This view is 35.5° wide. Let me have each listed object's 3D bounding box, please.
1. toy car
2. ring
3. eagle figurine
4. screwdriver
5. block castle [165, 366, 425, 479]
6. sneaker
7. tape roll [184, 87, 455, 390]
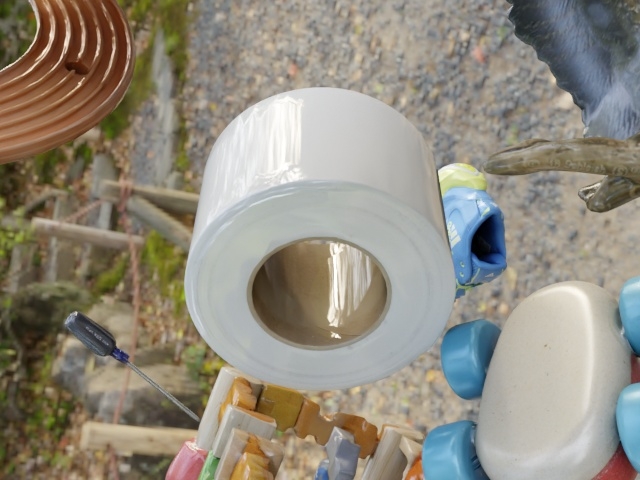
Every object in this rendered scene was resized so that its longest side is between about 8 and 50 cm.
[{"bbox_3d":[0.251,0.175,0.874,0.219,0.238,0.210,-21,38,37],"label":"toy car"},{"bbox_3d":[-0.273,-0.134,0.565,0.336,0.337,0.032,-105,30,-50],"label":"ring"},{"bbox_3d":[0.234,-0.142,0.604,0.225,0.226,0.298,-53,18,43],"label":"eagle figurine"},{"bbox_3d":[-0.174,0.121,0.954,0.024,0.170,0.025,-30,33,33],"label":"screwdriver"},{"bbox_3d":[-0.002,0.320,1.031,0.453,0.303,0.212,-133,64,-78],"label":"block castle"},{"bbox_3d":[0.145,0.036,1.164,0.126,0.091,0.240,-127,44,-52],"label":"sneaker"},{"bbox_3d":[0.000,0.000,0.954,0.169,0.246,0.246,-88,19,-54],"label":"tape roll"}]
